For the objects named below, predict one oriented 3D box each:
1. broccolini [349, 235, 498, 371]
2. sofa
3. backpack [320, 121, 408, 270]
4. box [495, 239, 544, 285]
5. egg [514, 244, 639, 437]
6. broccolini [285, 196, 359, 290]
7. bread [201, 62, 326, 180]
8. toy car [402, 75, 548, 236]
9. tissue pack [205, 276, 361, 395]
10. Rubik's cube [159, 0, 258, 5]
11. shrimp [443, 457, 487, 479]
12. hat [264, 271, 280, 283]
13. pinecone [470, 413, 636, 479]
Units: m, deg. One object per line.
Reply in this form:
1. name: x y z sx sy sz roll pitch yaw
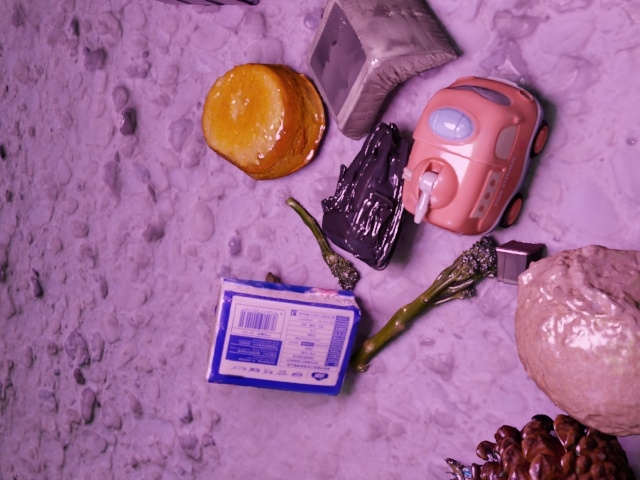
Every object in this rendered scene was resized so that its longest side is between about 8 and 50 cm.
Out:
1. broccolini: 0.193 0.135 1.263 0.074 0.078 0.392 48 125 10
2. sofa: 0.100 -0.335 1.259 0.210 0.175 0.225 64 151 24
3. backpack: 0.092 -0.089 1.239 0.258 0.133 0.206 -68 17 4
4. box: 0.332 0.037 1.135 0.060 0.084 0.063 11 105 33
5. egg: 0.419 0.141 0.973 0.310 0.279 0.279 31 111 45
6. broccolini: 0.000 0.000 1.385 0.239 0.054 0.051 55 134 21
7. bread: -0.119 -0.248 1.391 0.268 0.145 0.269 0 90 33
8. toy car: 0.235 -0.138 1.109 0.180 0.212 0.271 26 107 31
9. tissue pack: -0.075 0.180 1.308 0.137 0.269 0.209 -103 22 -62
10. Rubik's cube: -0.312 -0.669 1.399 0.300 0.303 0.305 16 101 33
11. shrimp: 0.294 0.448 1.214 0.174 0.076 0.082 45 157 19
12. hat: -0.079 0.139 1.443 0.146 0.067 0.146 -178 90 -77
13. pinecone: 0.369 0.385 1.058 0.272 0.224 0.224 -28 76 57
